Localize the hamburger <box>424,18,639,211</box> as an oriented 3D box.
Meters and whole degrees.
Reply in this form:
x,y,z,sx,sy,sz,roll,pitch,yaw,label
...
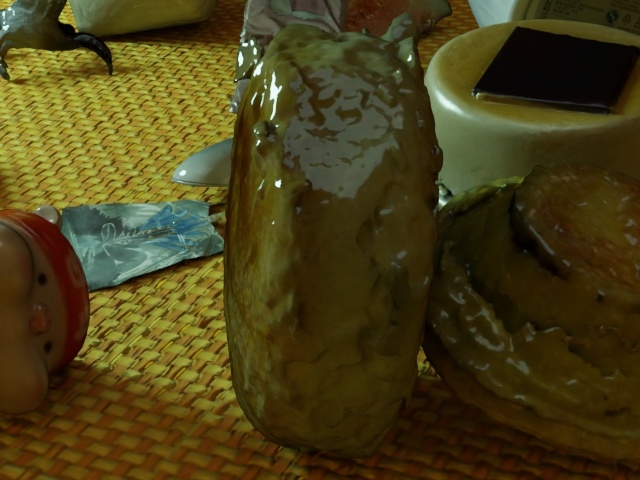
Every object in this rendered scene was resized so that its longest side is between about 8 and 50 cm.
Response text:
x,y,z,sx,sy,sz,roll,pitch,yaw,label
0.226,-0.095,1.213,0.302,0.170,0.302,-1,32,1,hamburger

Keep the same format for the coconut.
x,y,z,sx,sy,sz,roll,pitch,yaw,label
-0.254,-0.429,1.800,0.328,0.329,0.329,-3,28,2,coconut

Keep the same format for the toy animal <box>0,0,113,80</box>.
x,y,z,sx,sy,sz,roll,pitch,yaw,label
-0.373,-0.276,1.700,0.160,0.197,0.272,-33,-8,-17,toy animal

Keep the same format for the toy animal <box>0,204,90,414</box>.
x,y,z,sx,sy,sz,roll,pitch,yaw,label
-0.283,0.061,1.001,0.197,0.171,0.171,-15,30,-22,toy animal

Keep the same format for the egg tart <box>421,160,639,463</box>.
x,y,z,sx,sy,sz,roll,pitch,yaw,label
0.201,0.032,0.950,0.294,0.123,0.294,10,40,-9,egg tart

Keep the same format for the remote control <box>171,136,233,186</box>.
x,y,z,sx,sy,sz,roll,pitch,yaw,label
-0.071,-0.099,1.371,0.073,0.044,0.229,9,24,39,remote control

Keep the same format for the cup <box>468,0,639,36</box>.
x,y,z,sx,sy,sz,roll,pitch,yaw,label
0.306,-0.327,1.549,0.253,0.253,0.371,-4,30,1,cup

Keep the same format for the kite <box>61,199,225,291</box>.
x,y,z,sx,sy,sz,roll,pitch,yaw,label
-0.113,-0.011,1.266,0.309,0.015,0.169,-9,30,-8,kite

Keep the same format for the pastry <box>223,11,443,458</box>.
x,y,z,sx,sy,sz,roll,pitch,yaw,label
0.000,0.000,0.905,0.136,0.330,0.330,4,27,-7,pastry

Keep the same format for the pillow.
x,y,z,sx,sy,sz,roll,pitch,yaw,label
-0.034,-0.245,1.566,0.135,0.049,0.248,2,61,4,pillow

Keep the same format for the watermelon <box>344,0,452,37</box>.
x,y,z,sx,sy,sz,roll,pitch,yaw,label
0.024,-0.325,1.707,0.303,0.128,0.159,-27,36,-35,watermelon
